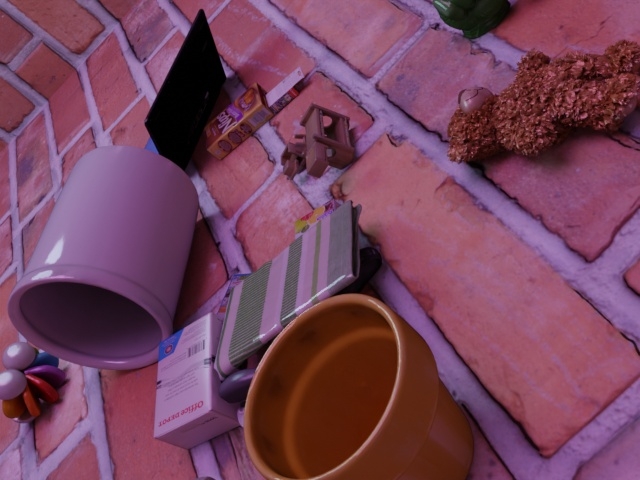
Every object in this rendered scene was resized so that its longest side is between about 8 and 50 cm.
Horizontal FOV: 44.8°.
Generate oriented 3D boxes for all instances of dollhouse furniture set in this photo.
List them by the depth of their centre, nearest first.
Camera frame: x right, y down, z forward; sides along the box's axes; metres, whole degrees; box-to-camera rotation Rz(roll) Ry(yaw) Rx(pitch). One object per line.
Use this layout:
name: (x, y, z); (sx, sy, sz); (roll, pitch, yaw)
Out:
dollhouse furniture set: (-0.004, -0.153, 1.592); (0.161, 0.101, 0.182); (-55, 27, 39)

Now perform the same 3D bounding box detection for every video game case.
video game case: (-0.161, 0.139, 1.532); (0.119, 0.015, 0.166); (-6, 54, 45)

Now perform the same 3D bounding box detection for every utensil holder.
utensil holder: (-0.445, 0.030, 1.676); (0.327, 0.327, 0.385); (-24, 42, 32)

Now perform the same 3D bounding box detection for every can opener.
can opener: (-0.041, 0.221, 1.272); (0.280, 0.093, 0.074); (-30, 39, 18)

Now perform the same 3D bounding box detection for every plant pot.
plant pot: (0.071, 0.234, 1.003); (0.254, 0.239, 0.254); (-29, 40, 28)

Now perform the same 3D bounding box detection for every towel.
towel: (-0.056, 0.082, 1.347); (0.325, 0.038, 0.248); (-37, 23, 24)

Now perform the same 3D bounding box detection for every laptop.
laptop: (-0.433, -0.352, 2.092); (0.236, 0.408, 0.382); (10, 62, 14)

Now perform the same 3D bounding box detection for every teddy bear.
teddy bear: (0.346, -0.225, 1.232); (0.338, 0.113, 0.245); (4, 59, 49)

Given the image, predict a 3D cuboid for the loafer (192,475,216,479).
loafer: (-0.220, 0.518, 1.172); (0.111, 0.112, 0.319); (-11, 51, 31)

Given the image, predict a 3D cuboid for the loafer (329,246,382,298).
loafer: (0.025, 0.104, 1.320); (0.223, 0.076, 0.078); (-44, 51, 6)

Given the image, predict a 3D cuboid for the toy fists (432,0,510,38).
toy fists: (0.343, -0.500, 1.455); (0.279, 0.142, 0.096); (-32, 39, 25)

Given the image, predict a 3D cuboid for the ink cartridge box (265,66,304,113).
ink cartridge box: (-0.079, -0.366, 1.888); (0.115, 0.029, 0.063); (-37, 37, 16)

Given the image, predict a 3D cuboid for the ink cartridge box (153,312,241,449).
ink cartridge box: (-0.222, 0.258, 1.417); (0.148, 0.086, 0.203); (-30, 46, 27)

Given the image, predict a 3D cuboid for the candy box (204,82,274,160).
candy box: (-0.206, -0.298, 1.944); (0.187, 0.053, 0.109); (-39, 38, 18)

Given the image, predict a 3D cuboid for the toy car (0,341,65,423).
toy car: (-0.671, 0.332, 1.822); (0.136, 0.159, 0.182); (-2, 48, 4)

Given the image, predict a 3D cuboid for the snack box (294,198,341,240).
snack box: (0.000, 0.000, 1.463); (0.100, 0.037, 0.141); (-31, 40, 27)
